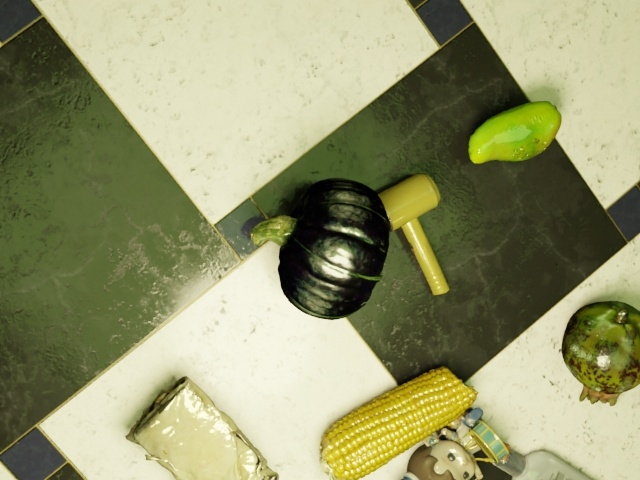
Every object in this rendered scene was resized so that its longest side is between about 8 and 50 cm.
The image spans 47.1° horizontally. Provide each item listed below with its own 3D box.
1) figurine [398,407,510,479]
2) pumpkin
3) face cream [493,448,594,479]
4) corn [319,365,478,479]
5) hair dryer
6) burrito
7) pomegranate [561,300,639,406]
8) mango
[{"bbox_3d":[0.291,0.507,1.657,0.275,0.158,0.161,-41,95,-6],"label":"figurine"},{"bbox_3d":[0.000,0.000,1.504,0.296,0.296,0.295,-1,93,-11],"label":"pumpkin"},{"bbox_3d":[0.532,0.580,1.752,0.291,0.071,0.143,32,86,-12],"label":"face cream"},{"bbox_3d":[0.166,0.404,1.641,0.387,0.144,0.143,-31,98,-11],"label":"corn"},{"bbox_3d":[0.232,-0.006,1.663,0.135,0.090,0.278,-29,104,-10],"label":"hair dryer"},{"bbox_3d":[-0.242,0.456,1.563,0.190,0.135,0.331,-42,100,-5],"label":"burrito"},{"bbox_3d":[0.679,0.279,1.698,0.222,0.204,0.276,-22,101,-25],"label":"pomegranate"},{"bbox_3d":[0.439,-0.236,1.670,0.233,0.111,0.125,-28,93,-7],"label":"mango"}]
